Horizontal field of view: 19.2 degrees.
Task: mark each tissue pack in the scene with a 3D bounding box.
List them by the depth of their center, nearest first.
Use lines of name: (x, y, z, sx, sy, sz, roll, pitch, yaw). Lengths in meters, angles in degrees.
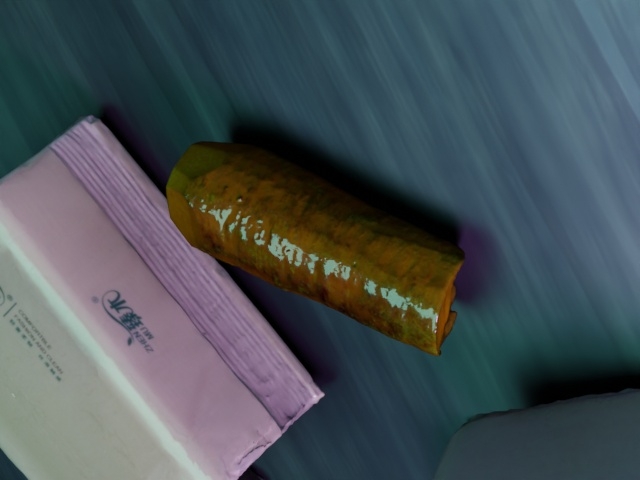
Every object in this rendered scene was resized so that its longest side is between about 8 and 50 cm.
tissue pack: (-0.223, 0.109, 1.920, 0.380, 0.207, 0.297, 49, 142, 2)

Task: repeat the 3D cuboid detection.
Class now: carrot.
carrot: (0.000, 0.000, 1.707, 0.302, 0.114, 0.114, 25, 134, 23)

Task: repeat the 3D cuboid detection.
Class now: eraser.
eraser: (0.235, 0.255, 1.598, 0.331, 0.150, 0.331, 14, 131, 17)

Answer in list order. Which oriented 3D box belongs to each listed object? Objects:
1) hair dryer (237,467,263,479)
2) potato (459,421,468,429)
hair dryer: (-0.055, 0.355, 2.079, 0.131, 0.073, 0.236, 11, 118, 36)
potato: (0.163, 0.253, 1.734, 0.081, 0.120, 0.149, -23, 103, 51)
